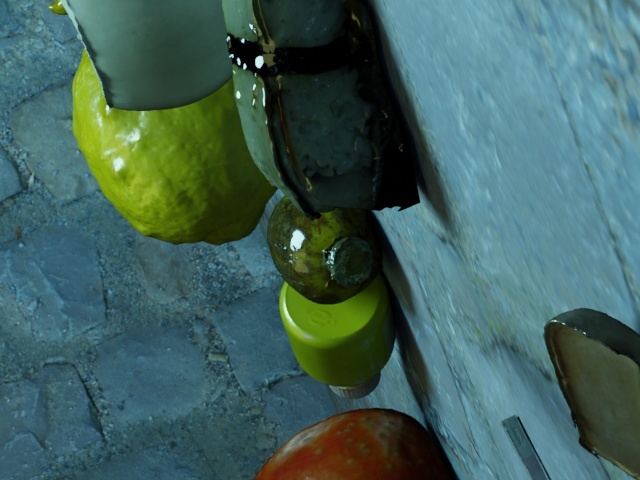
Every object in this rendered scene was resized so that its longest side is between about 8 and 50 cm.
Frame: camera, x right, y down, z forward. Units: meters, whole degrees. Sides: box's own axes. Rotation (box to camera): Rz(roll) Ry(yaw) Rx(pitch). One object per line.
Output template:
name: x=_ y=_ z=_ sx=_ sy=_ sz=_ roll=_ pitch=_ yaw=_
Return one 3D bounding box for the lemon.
lemon: x=-0.184 y=-0.152 z=1.705 sx=0.285 sy=0.285 sz=0.316 roll=-127 pitch=34 yaw=-69

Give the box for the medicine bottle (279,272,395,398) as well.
medicine bottle: x=0.027 y=0.111 z=1.494 sx=0.212 sy=0.122 sz=0.122 roll=75 pitch=170 yaw=-59

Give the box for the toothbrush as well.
toothbrush: x=0.185 y=0.220 z=0.974 sx=0.017 sy=0.014 sz=0.194 roll=79 pitch=167 yaw=-68

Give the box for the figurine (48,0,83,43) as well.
figurine: x=-0.329 y=-0.466 z=1.824 sx=0.401 sy=0.268 sz=0.387 roll=-113 pitch=0 yaw=-56

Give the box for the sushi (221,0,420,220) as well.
sushi: x=-0.021 y=-0.142 z=0.950 sx=0.134 sy=0.109 sz=0.273 roll=-121 pitch=10 yaw=-51

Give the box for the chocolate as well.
chocolate: x=0.147 y=0.073 z=0.631 sx=0.064 sy=0.031 sz=0.100 roll=28 pitch=148 yaw=53

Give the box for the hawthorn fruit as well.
hawthorn fruit: x=0.019 y=0.366 z=1.589 sx=0.287 sy=0.330 sz=0.287 roll=54 pitch=159 yaw=32

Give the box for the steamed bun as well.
steamed bun: x=-0.184 y=-0.300 z=1.362 sx=0.324 sy=0.206 sz=0.324 roll=63 pitch=173 yaw=14

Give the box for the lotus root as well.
lotus root: x=0.000 y=0.000 z=1.355 sx=0.209 sy=0.120 sz=0.120 roll=-130 pitch=18 yaw=-71
